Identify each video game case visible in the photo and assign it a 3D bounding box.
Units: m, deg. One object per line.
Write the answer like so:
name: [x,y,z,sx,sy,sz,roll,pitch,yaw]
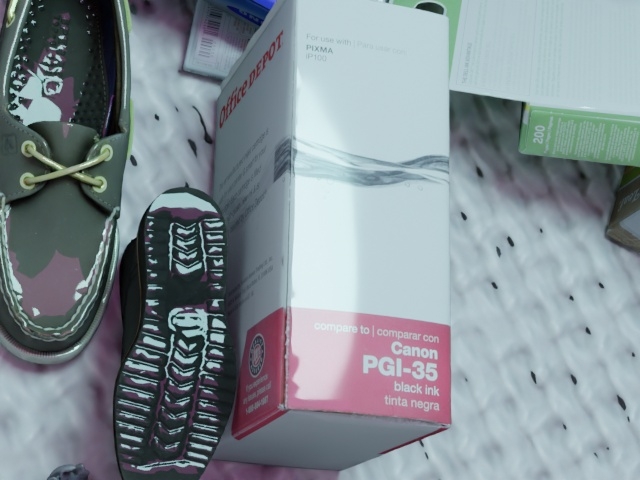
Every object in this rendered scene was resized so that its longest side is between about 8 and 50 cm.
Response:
video game case: [-0.021,-0.191,1.096,0.143,0.019,0.157,12,84,-10]

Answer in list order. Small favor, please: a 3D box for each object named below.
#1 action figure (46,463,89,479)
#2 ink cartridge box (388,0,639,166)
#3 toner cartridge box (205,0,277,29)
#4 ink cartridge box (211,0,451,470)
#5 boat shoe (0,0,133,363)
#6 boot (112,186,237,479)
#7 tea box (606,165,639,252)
action figure: [-0.124,0.236,0.911,0.285,0.099,0.185,-1,82,-14]
ink cartridge box: [0.165,-0.138,1.113,0.235,0.056,0.171,7,41,6]
toner cartridge box: [-0.101,-0.282,1.043,0.347,0.075,0.165,28,84,-1]
ink cartridge box: [0.000,0.000,0.964,0.117,0.207,0.283,8,71,-17]
boat shoe: [-0.186,-0.070,0.988,0.109,0.091,0.305,5,72,-17]
boot: [-0.107,0.076,0.951,0.076,0.137,0.198,13,74,-17]
tea box: [0.457,-0.100,1.141,0.329,0.220,0.324,26,66,-8]
